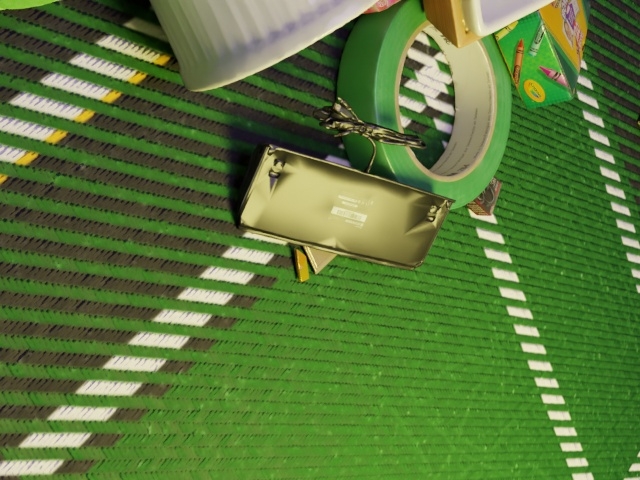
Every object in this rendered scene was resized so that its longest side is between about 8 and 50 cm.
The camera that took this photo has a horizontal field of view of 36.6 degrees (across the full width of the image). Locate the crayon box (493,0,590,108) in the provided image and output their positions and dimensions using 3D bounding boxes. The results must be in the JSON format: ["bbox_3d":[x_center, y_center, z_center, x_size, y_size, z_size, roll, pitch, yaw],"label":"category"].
[{"bbox_3d":[0.356,-0.360,1.541,0.165,0.081,0.278,57,38,-32],"label":"crayon box"}]

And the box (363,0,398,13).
[{"bbox_3d":[0.028,-0.423,1.229,0.122,0.128,0.257,-37,119,-37],"label":"box"}]

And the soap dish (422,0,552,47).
[{"bbox_3d":[0.220,-0.433,1.280,0.229,0.118,0.291,-32,123,-28],"label":"soap dish"}]

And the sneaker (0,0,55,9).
[{"bbox_3d":[-0.236,-0.357,0.947,0.483,0.202,0.185,-23,124,-24],"label":"sneaker"}]

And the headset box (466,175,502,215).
[{"bbox_3d":[0.255,-0.081,1.552,0.083,0.032,0.062,36,68,-39],"label":"headset box"}]

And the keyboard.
[{"bbox_3d":[0.048,-0.075,1.274,0.317,0.033,0.201,14,110,-34],"label":"keyboard"}]

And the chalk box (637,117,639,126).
[{"bbox_3d":[0.762,-0.277,1.975,0.132,0.132,0.213,49,62,-35],"label":"chalk box"}]

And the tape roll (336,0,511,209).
[{"bbox_3d":[0.159,-0.205,1.415,0.321,0.077,0.321,-4,96,-44],"label":"tape roll"}]

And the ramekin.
[{"bbox_3d":[-0.059,-0.290,1.058,0.277,0.277,0.135,-44,115,-33],"label":"ramekin"}]

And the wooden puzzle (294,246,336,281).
[{"bbox_3d":[0.000,0.000,1.318,0.116,0.014,0.078,-36,122,-37],"label":"wooden puzzle"}]
